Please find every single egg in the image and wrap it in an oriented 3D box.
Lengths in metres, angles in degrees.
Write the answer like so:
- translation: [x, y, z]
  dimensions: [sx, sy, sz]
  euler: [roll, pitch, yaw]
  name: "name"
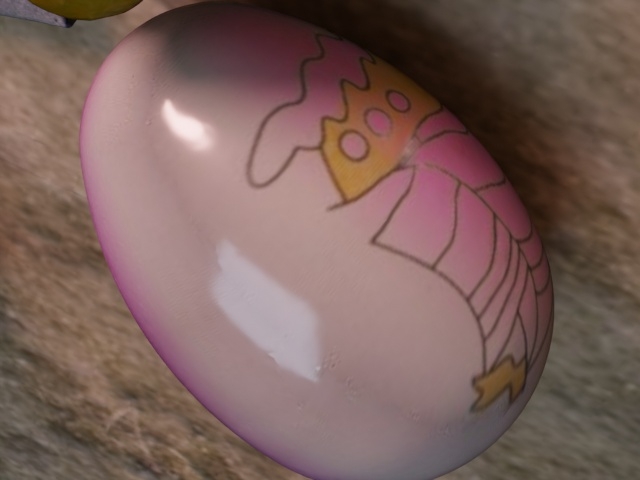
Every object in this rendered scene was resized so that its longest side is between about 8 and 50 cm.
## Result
- translation: [0.000, 0.000, 0.818]
  dimensions: [0.196, 0.196, 0.271]
  euler: [-13, 114, 37]
  name: "egg"

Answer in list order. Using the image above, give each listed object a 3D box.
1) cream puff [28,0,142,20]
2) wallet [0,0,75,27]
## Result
- translation: [-0.076, -0.196, 0.652]
  dimensions: [0.195, 0.194, 0.221]
  euler: [38, 135, -17]
  name: "cream puff"
- translation: [-0.212, -0.202, 0.817]
  dimensions: [0.167, 0.036, 0.222]
  euler: [11, 140, 16]
  name: "wallet"
